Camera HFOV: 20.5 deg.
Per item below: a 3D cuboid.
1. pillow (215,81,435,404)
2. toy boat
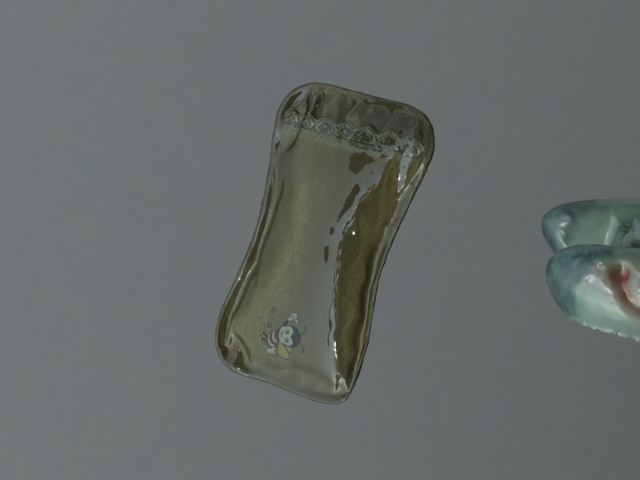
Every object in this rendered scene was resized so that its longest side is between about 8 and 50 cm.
[{"bbox_3d":[0.000,0.000,1.242,0.033,0.130,0.217,16,-88,-61],"label":"pillow"},{"bbox_3d":[0.220,0.012,0.927,0.134,0.208,0.078,-68,-12,-73],"label":"toy boat"}]
